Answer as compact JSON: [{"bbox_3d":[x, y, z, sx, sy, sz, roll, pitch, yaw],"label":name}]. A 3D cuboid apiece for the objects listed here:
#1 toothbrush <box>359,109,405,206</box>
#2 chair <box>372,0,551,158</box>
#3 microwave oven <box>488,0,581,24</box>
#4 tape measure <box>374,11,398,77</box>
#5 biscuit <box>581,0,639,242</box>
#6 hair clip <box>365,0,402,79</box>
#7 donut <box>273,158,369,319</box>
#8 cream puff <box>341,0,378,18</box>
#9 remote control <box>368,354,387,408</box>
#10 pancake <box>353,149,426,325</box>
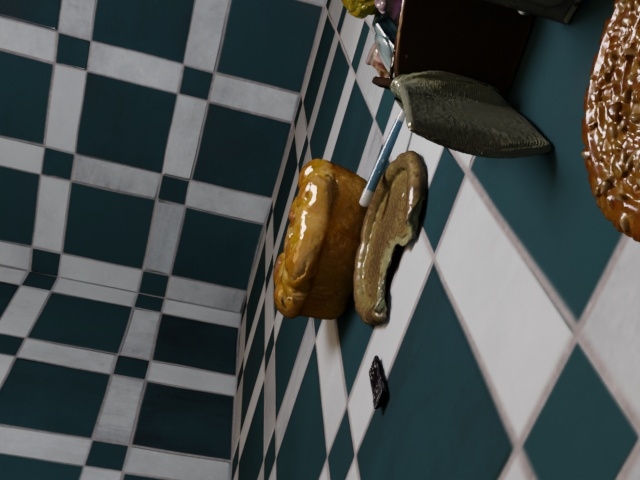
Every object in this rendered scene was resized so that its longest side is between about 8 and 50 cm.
[{"bbox_3d":[0.126,-0.185,1.232,0.025,0.019,0.275,-99,32,-81],"label":"toothbrush"},{"bbox_3d":[0.159,-0.217,0.827,0.319,0.160,0.186,-102,25,-72],"label":"chair"},{"bbox_3d":[0.160,-0.337,0.725,0.145,0.241,0.193,116,163,-49],"label":"microwave oven"},{"bbox_3d":[0.176,-0.371,1.268,0.180,0.104,0.107,-45,-22,-6],"label":"tape measure"},{"bbox_3d":[0.265,-0.138,0.484,0.305,0.038,0.305,-167,90,-80],"label":"biscuit"},{"bbox_3d":[0.144,-0.436,1.340,0.173,0.069,0.300,-52,-20,-57],"label":"hair clip"},{"bbox_3d":[0.000,0.000,1.437,0.299,0.150,0.317,-91,16,-52],"label":"donut"},{"bbox_3d":[0.100,-0.601,1.705,0.156,0.121,0.156,-172,90,-76],"label":"cream puff"},{"bbox_3d":[0.087,0.214,1.088,0.096,0.014,0.039,-97,22,-64],"label":"remote control"},{"bbox_3d":[0.108,-0.002,1.188,0.288,0.033,0.285,123,158,-62],"label":"pancake"}]
